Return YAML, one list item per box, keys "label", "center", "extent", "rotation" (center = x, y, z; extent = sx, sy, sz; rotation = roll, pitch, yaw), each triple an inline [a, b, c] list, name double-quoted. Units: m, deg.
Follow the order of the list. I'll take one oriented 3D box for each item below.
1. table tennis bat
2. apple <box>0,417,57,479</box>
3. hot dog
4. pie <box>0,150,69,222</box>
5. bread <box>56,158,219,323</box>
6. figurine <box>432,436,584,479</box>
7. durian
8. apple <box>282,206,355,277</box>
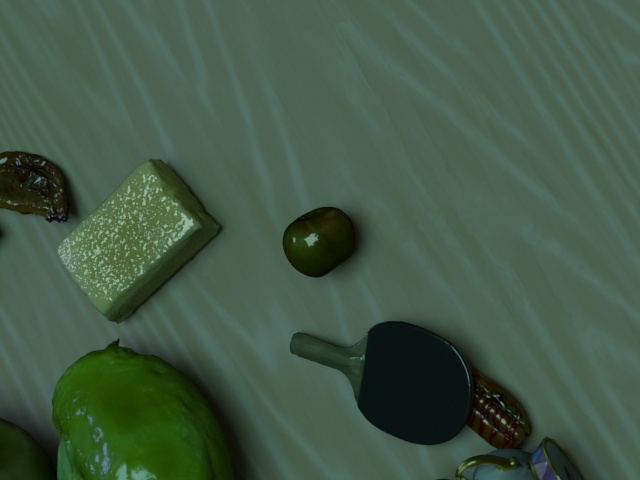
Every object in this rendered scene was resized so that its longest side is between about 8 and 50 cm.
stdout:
- label: "table tennis bat"
  center: [0.069, 0.156, 1.703]
  extent: [0.247, 0.022, 0.138]
  rotation: [16, 104, 32]
- label: "apple"
  center: [-0.462, 0.333, 1.814]
  extent: [0.262, 0.262, 0.262]
  rotation: [-1, 86, 23]
- label: "hot dog"
  center: [0.179, 0.182, 1.666]
  extent: [0.144, 0.038, 0.062]
  rotation: [43, 103, 19]
- label: "pie"
  center: [-0.397, -0.075, 1.927]
  extent: [0.191, 0.033, 0.088]
  rotation: [12, 76, 24]
- label: "bread"
  center: [-0.235, -0.001, 1.835]
  extent: [0.188, 0.068, 0.125]
  rotation: [-43, 73, 16]
- label: "figurine"
  center: [0.167, 0.324, 1.605]
  extent: [0.263, 0.142, 0.189]
  rotation: [-34, 114, 15]
- label: "durian"
  center: [-0.220, 0.283, 1.743]
  extent: [0.256, 0.204, 0.339]
  rotation: [-8, 83, 34]
- label: "apple"
  center: [0.000, 0.000, 1.724]
  extent: [0.089, 0.089, 0.074]
  rotation: [-34, 92, 17]
